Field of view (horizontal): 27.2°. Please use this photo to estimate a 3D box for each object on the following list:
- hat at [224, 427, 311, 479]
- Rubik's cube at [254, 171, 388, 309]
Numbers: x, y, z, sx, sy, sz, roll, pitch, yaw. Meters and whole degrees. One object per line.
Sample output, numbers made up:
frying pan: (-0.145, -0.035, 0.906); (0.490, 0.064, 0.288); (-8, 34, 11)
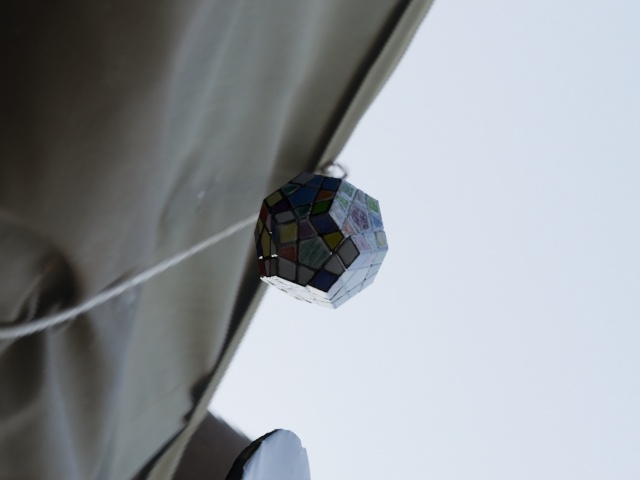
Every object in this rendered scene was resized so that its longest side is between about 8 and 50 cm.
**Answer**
hat: (-0.064, 0.335, 0.953); (0.257, 0.366, 0.382); (-25, -47, 7)
Rubik's cube: (0.000, 0.000, 1.051); (0.093, 0.111, 0.111); (47, -56, 25)
